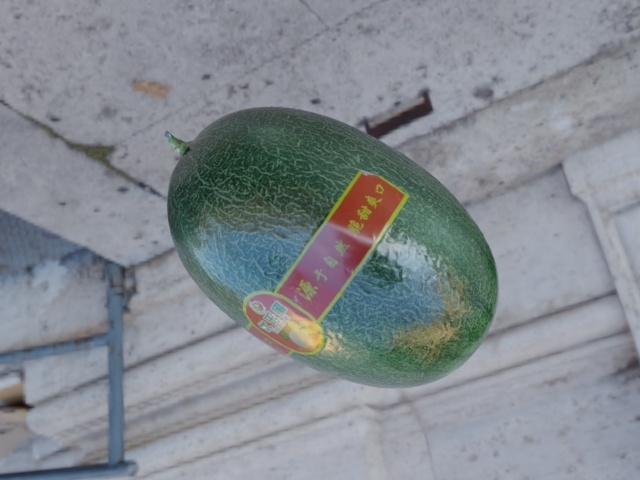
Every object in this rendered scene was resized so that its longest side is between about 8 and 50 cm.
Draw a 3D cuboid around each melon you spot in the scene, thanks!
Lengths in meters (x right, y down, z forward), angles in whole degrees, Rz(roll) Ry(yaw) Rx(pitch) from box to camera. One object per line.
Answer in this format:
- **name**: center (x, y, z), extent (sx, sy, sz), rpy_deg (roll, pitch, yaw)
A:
- **melon**: center (0.000, 0.000, 0.663), extent (0.288, 0.182, 0.182), rpy_deg (32, 148, 3)
